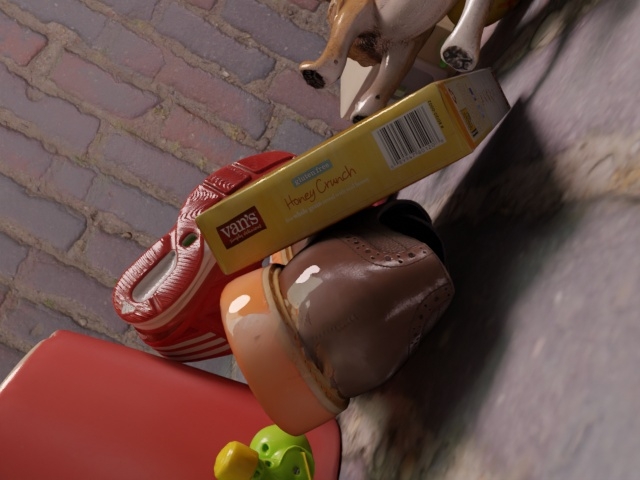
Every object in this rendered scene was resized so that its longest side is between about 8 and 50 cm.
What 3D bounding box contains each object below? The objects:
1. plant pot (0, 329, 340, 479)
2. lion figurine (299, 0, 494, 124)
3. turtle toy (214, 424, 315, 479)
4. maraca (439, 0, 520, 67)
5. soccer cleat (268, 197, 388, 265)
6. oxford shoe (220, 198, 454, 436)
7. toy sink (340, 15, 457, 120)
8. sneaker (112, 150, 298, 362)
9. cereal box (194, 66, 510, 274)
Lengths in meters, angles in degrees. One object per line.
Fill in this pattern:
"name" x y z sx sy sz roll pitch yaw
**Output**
"plant pot" -0.153 0.212 0.514 0.274 0.243 0.275 -61 5 9
"lion figurine" 0.099 -0.253 0.589 0.392 0.142 0.240 -11 49 62
"turtle toy" -0.033 0.167 0.386 0.066 0.095 0.130 -49 12 43
"maraca" 0.178 -0.285 0.715 0.185 0.099 0.127 -67 -5 32
"soccer cleat" 0.000 0.000 0.919 0.318 0.109 0.116 -54 13 38
"oxford shoe" 0.037 0.037 0.494 0.133 0.129 0.363 -29 4 7
"toy sink" 0.119 -0.272 0.906 0.234 0.131 0.152 -88 21 -44
"sneaker" -0.086 0.021 0.602 0.221 0.087 0.128 -43 -35 -22
"cereal box" 0.041 -0.060 0.459 0.173 0.047 0.240 -27 4 27
